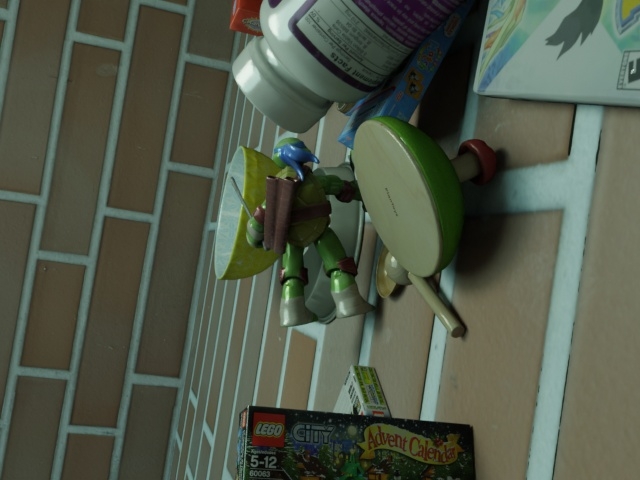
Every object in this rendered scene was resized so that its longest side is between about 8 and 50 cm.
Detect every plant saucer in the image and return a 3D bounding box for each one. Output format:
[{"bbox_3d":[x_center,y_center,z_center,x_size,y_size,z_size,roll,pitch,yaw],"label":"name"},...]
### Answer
[{"bbox_3d":[0.098,0.038,0.954,0.083,0.015,0.083,-170,90,-74],"label":"plant saucer"}]

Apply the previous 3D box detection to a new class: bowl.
[{"bbox_3d":[-0.121,-0.049,1.494,0.289,0.156,0.289,-171,90,-74],"label":"bowl"}]

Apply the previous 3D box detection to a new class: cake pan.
[{"bbox_3d":[0.000,0.000,1.241,0.293,0.054,0.293,-171,90,-74],"label":"cake pan"}]

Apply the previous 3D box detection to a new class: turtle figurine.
[{"bbox_3d":[-0.006,-0.013,1.057,0.275,0.198,0.266,156,105,-73],"label":"turtle figurine"}]

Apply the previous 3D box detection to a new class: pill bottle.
[{"bbox_3d":[0.038,-0.268,0.802,0.301,0.169,0.169,-41,35,27],"label":"pill bottle"}]

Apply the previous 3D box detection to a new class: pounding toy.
[{"bbox_3d":[0.132,-0.040,0.782,0.183,0.110,0.236,42,152,58],"label":"pounding toy"}]

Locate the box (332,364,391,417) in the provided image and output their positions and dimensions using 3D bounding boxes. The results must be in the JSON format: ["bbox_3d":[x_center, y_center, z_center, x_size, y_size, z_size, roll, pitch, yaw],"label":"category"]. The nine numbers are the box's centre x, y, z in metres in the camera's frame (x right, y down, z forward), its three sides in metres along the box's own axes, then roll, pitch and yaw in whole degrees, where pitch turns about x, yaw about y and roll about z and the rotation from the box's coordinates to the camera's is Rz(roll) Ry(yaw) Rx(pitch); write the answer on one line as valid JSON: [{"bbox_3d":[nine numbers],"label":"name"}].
[{"bbox_3d":[0.039,0.289,0.975,0.114,0.036,0.206,-108,32,-57],"label":"box"}]

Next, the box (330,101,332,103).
[{"bbox_3d":[-0.033,-0.399,1.405,0.127,0.149,0.232,137,140,-65],"label":"box"}]

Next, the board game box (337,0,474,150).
[{"bbox_3d":[0.109,-0.221,0.898,0.211,0.039,0.160,-62,14,-9],"label":"board game box"}]

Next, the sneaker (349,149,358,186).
[{"bbox_3d":[0.089,-0.124,0.956,0.234,0.084,0.097,-120,43,-65],"label":"sneaker"}]

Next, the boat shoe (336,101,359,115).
[{"bbox_3d":[0.056,-0.284,1.186,0.183,0.066,0.066,122,152,-53],"label":"boat shoe"}]

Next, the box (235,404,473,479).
[{"bbox_3d":[0.034,0.249,0.663,0.044,0.233,0.159,129,146,-61],"label":"box"}]

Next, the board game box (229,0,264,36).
[{"bbox_3d":[-0.031,-0.508,1.299,0.064,0.242,0.316,138,138,-62],"label":"board game box"}]

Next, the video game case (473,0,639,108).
[{"bbox_3d":[0.236,-0.277,0.569,0.300,0.036,0.328,-141,57,-69],"label":"video game case"}]
